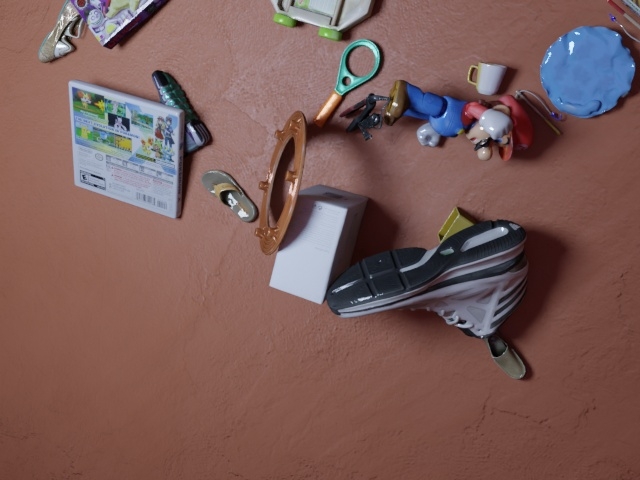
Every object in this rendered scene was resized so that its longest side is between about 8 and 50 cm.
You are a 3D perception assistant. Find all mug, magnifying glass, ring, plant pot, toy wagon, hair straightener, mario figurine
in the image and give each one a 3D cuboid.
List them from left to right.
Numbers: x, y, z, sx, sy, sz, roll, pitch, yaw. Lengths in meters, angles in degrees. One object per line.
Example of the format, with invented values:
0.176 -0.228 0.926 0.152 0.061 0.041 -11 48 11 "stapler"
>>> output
-0.099 -0.134 1.393 0.032 0.336 0.337 13 106 -16 "ring"
-0.030 -0.626 1.404 0.344 0.068 0.268 21 105 13 "toy wagon"
0.057 -0.371 1.447 0.092 0.026 0.231 39 109 7 "magnifying glass"
0.108 -0.272 1.358 0.047 0.230 0.089 -25 96 -19 "hair straightener"
0.296 -0.236 1.304 0.320 0.198 0.170 13 124 0 "mario figurine"
0.329 -0.017 1.402 0.083 0.081 0.081 30 108 -3 "plant pot"
0.369 -0.357 1.343 0.062 0.078 0.064 2 113 -16 "mug"

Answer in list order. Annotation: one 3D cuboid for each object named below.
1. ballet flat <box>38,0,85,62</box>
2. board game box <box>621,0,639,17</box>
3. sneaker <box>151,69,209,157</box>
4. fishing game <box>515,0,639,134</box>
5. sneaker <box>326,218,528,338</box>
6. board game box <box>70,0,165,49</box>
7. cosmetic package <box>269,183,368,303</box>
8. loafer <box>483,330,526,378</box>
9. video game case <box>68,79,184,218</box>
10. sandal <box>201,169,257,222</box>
-0.679 -0.546 1.620 0.067 0.073 0.206 37 111 -1 "ballet flat"
0.742 -0.566 1.182 0.193 0.053 0.305 45 109 5 "board game box"
-0.385 -0.324 1.564 0.098 0.083 0.224 -32 90 25 "sneaker"
0.564 -0.356 1.286 0.189 0.041 0.264 42 117 6 "fishing game"
0.253 0.143 1.343 0.447 0.169 0.258 -18 118 3 "sneaker"
-0.469 -0.672 1.519 0.346 0.056 0.208 -37 84 12 "board game box"
0.000 0.000 1.427 0.138 0.224 0.225 17 104 13 "cosmetic package"
0.430 0.270 1.436 0.056 0.050 0.148 -41 87 20 "loafer"
-0.511 -0.238 1.601 0.328 0.036 0.300 18 121 14 "video game case"
-0.238 -0.116 1.572 0.180 0.049 0.072 44 109 5 "sandal"
